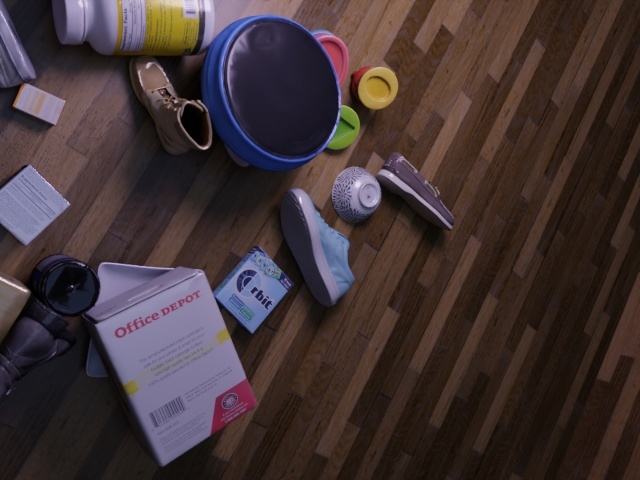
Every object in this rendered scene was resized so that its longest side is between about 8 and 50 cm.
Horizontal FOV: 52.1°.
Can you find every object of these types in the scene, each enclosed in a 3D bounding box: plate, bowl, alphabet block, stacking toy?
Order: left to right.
[{"bbox_3d":[-0.754,0.135,1.363,0.197,0.192,0.194,34,78,-30],"label":"alphabet block"},{"bbox_3d":[-0.439,0.200,1.649,0.277,0.045,0.278,6,90,-32],"label":"plate"},{"bbox_3d":[-0.106,-0.370,1.632,0.390,0.077,0.392,4,84,-38],"label":"bowl"},{"bbox_3d":[0.030,-0.435,1.885,0.308,0.130,0.280,28,105,-28],"label":"stacking toy"},{"bbox_3d":[0.125,-0.136,1.954,0.170,0.080,0.170,-3,96,-33],"label":"bowl"}]

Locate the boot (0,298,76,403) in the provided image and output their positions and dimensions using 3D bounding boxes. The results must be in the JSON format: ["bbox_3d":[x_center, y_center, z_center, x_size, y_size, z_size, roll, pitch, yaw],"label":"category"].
[{"bbox_3d":[-0.632,0.252,1.367,0.118,0.338,0.223,34,67,-1],"label":"boot"}]

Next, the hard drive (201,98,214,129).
[{"bbox_3d":[-0.197,-0.374,1.692,0.171,0.054,0.255,24,65,0],"label":"hard drive"}]

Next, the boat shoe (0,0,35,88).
[{"bbox_3d":[-0.710,-0.460,1.405,0.088,0.096,0.268,-23,106,-6],"label":"boat shoe"}]

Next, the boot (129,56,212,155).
[{"bbox_3d":[-0.356,-0.332,1.563,0.095,0.203,0.262,-27,108,-26],"label":"boot"}]

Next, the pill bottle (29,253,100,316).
[{"bbox_3d":[-0.573,0.094,1.453,0.122,0.219,0.123,-2,95,-32],"label":"pill bottle"}]

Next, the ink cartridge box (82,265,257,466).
[{"bbox_3d":[-0.361,0.290,1.584,0.279,0.160,0.385,-27,108,-28],"label":"ink cartridge box"}]

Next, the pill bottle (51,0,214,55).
[{"bbox_3d":[-0.431,-0.524,1.512,0.333,0.187,0.188,-9,99,-31],"label":"pill bottle"}]

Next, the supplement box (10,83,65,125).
[{"bbox_3d":[-0.641,-0.309,1.487,0.098,0.036,0.062,24,81,-31],"label":"supplement box"}]

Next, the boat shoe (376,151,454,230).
[{"bbox_3d":[0.317,-0.148,2.054,0.324,0.116,0.097,37,78,-23],"label":"boat shoe"}]

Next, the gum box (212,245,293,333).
[{"bbox_3d":[-0.186,0.136,1.804,0.184,0.041,0.157,-50,116,-20],"label":"gum box"}]

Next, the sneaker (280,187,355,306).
[{"bbox_3d":[0.000,0.000,1.869,0.150,0.135,0.366,-35,120,-33],"label":"sneaker"}]

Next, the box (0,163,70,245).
[{"bbox_3d":[-0.663,-0.080,1.471,0.137,0.072,0.126,-48,116,-19],"label":"box"}]

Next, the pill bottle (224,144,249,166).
[{"bbox_3d":[-0.160,-0.284,1.749,0.184,0.103,0.103,-38,112,-24],"label":"pill bottle"}]
